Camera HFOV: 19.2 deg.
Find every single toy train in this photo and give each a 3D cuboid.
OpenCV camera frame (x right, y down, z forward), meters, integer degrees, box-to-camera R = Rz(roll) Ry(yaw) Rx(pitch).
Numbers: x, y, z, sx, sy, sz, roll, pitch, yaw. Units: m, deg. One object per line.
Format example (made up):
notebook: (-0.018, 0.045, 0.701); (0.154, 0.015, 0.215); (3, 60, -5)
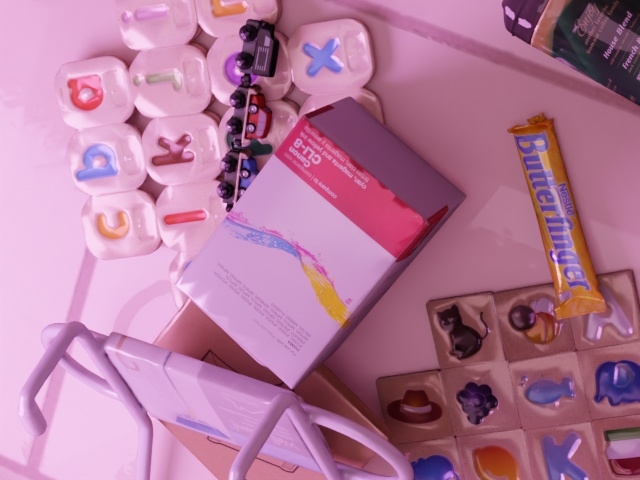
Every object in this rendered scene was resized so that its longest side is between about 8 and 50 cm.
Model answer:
toy train: (-0.056, -0.098, 1.514); (0.036, 0.027, 0.158); (10, 103, 4)

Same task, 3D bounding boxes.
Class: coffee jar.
coffee jar: (0.225, -0.149, 1.384); (0.184, 0.096, 0.079); (30, 107, 11)

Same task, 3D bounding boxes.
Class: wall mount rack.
wall mount rack: (-0.091, 0.201, 1.530); (0.350, 0.130, 0.304); (16, 152, 28)

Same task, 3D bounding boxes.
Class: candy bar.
candy bar: (0.182, -0.019, 1.464); (0.040, 0.018, 0.161); (-15, 91, 23)

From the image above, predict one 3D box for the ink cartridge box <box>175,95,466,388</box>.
ink cartridge box: (0.000, 0.000, 1.460); (0.127, 0.128, 0.176); (40, 109, 6)

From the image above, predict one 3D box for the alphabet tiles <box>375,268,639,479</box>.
alphabet tiles: (0.201, 0.200, 1.515); (0.285, 0.011, 0.342); (-10, 98, 22)

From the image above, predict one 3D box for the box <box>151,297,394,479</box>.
box: (-0.055, 0.138, 1.565); (0.201, 0.021, 0.164); (44, 128, 7)

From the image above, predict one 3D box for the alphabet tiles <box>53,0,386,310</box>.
alphabet tiles: (-0.078, -0.081, 1.549); (0.278, 0.021, 0.284); (-8, 99, 19)
